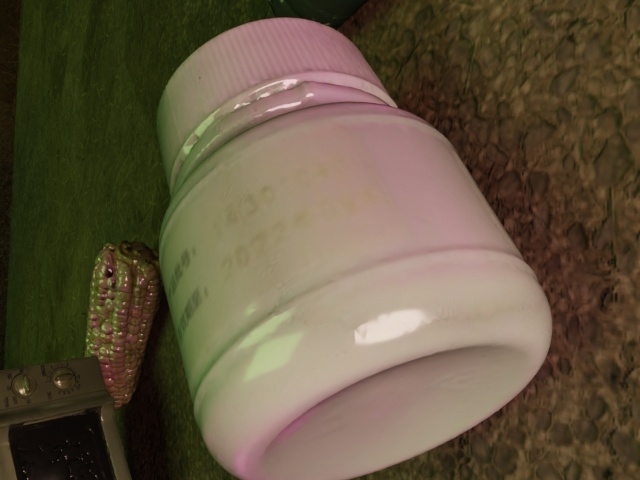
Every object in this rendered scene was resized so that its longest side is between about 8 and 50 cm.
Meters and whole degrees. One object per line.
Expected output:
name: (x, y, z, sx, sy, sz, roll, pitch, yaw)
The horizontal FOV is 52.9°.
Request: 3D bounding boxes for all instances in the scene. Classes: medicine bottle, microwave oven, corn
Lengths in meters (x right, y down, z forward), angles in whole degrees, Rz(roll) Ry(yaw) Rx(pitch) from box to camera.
medicine bottle: (0.000, 0.000, 0.490, 0.241, 0.241, 0.301, -55, 45, 38)
microwave oven: (-0.436, 0.400, 1.018, 0.286, 0.219, 0.354, -40, 65, 37)
corn: (-0.349, 0.155, 1.111, 0.126, 0.127, 0.335, 46, 126, 48)

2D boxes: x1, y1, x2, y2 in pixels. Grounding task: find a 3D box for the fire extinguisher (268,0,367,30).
fire extinguisher: (0.062, -0.286, 0.550, 0.311, 0.095, 0.114, -28, 32, 51)
